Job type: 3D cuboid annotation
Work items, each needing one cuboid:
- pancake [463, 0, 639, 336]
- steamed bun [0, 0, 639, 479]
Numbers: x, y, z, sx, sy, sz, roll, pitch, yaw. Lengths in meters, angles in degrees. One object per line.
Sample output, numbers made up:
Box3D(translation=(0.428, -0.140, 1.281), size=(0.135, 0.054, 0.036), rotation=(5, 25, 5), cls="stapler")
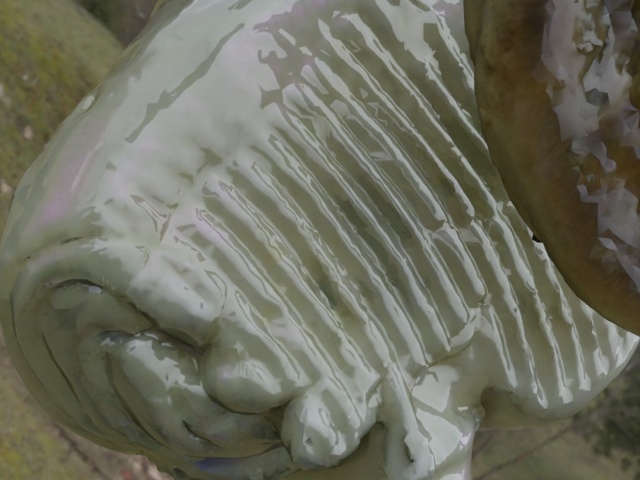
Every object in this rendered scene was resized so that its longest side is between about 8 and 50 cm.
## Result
Box3D(translation=(0.221, -0.108, 0.391), size=(0.356, 0.356, 0.065), rotation=(38, 15, -1), cls="pancake")
Box3D(translation=(0.000, 0.000, 0.625), size=(0.339, 0.352, 0.247), rotation=(46, -21, -23), cls="steamed bun")
